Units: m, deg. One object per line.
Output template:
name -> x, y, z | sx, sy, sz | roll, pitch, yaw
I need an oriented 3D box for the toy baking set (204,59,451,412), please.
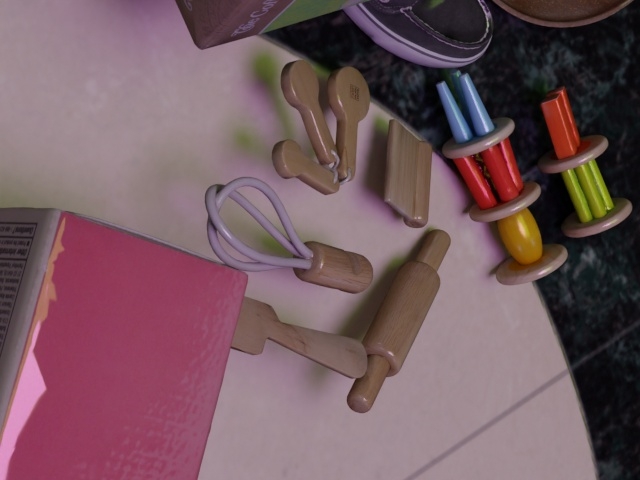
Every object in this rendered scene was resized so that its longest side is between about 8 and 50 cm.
toy baking set -> 0.004, 0.004, 1.056 | 0.197, 0.030, 0.256 | 53, 44, -30

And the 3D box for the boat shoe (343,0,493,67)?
boat shoe -> 0.043, -0.192, 1.090 | 0.228, 0.076, 0.080 | 43, 67, -27

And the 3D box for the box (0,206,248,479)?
box -> -0.151, 0.108, 0.914 | 0.127, 0.149, 0.232 | 20, 80, -35

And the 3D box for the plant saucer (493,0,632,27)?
plant saucer -> 0.164, -0.248, 1.179 | 0.199, 0.036, 0.198 | -6, 104, -26

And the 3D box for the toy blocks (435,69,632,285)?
toy blocks -> 0.143, -0.062, 1.176 | 0.123, 0.054, 0.148 | -34, 109, -29

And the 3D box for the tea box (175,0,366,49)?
tea box -> 0.035, -0.325, 0.937 | 0.323, 0.220, 0.329 | -22, 85, -28
